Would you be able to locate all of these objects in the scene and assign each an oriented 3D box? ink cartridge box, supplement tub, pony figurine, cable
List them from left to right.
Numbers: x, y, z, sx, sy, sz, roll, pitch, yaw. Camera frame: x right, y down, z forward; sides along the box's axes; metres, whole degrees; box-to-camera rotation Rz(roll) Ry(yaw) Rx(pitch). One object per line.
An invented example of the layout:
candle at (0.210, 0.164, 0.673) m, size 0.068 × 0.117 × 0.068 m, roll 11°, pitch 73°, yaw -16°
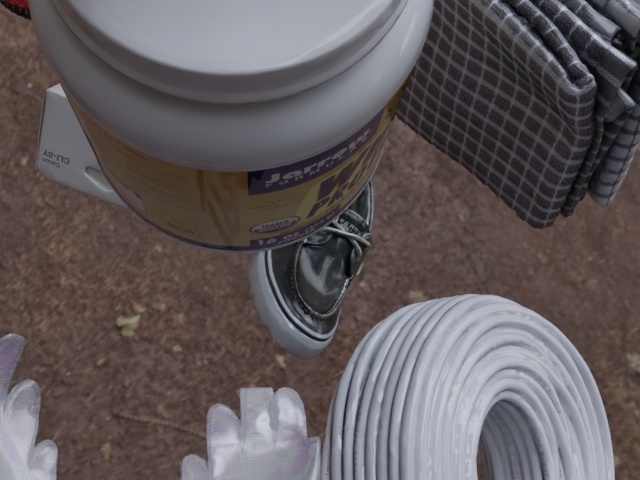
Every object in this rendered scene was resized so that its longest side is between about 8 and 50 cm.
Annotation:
pony figurine at (-0.149, 0.279, 0.714) m, size 0.303 × 0.363 × 0.350 m, roll 8°, pitch 48°, yaw -26°
ink cartridge box at (-0.276, -0.207, 1.753) m, size 0.279 × 0.160 × 0.384 m, roll 20°, pitch 29°, yaw 9°
supplement tub at (-0.053, -0.131, 0.627) m, size 0.229 × 0.316 × 0.228 m, roll 1°, pitch 77°, yaw -3°
cable at (0.111, 0.166, 0.692) m, size 0.257 × 0.089 × 0.257 m, roll 41°, pitch 53°, yaw -34°

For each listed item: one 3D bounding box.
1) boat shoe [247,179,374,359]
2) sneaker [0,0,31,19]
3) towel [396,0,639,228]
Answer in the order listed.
boat shoe at (0.000, 0.000, 1.198) m, size 0.121 × 0.119 × 0.335 m, roll 39°, pitch 30°, yaw -21°
sneaker at (-0.376, -0.411, 1.541) m, size 0.262 × 0.104 × 0.125 m, roll -16°, pitch 31°, yaw -15°
towel at (0.156, -0.164, 0.877) m, size 0.121 × 0.235 × 0.283 m, roll -32°, pitch 63°, yaw -22°
